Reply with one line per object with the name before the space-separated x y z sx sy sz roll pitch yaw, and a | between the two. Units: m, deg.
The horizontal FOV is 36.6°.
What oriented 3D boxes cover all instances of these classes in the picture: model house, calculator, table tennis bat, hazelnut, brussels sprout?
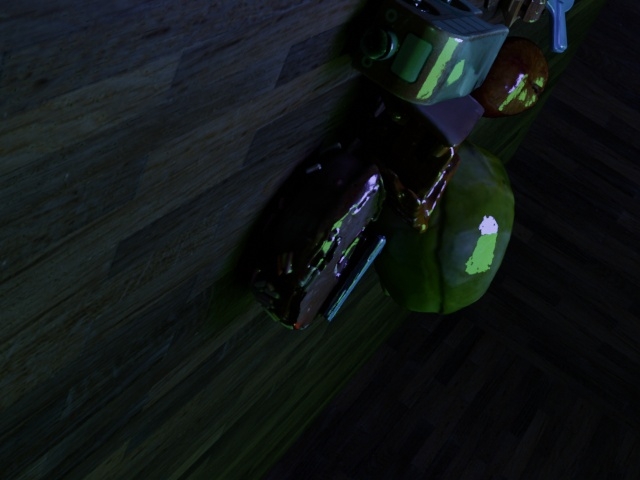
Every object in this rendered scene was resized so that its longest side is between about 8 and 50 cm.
model house | 0.139 -0.154 1.571 0.219 0.199 0.229 -29 151 -54
calculator | 0.059 0.064 1.653 0.172 0.018 0.057 -56 168 -2
table tennis bat | 0.500 -0.517 2.053 0.149 0.038 0.237 0 87 -46
hazelnut | 0.398 -0.358 2.138 0.204 0.178 0.178 -47 167 -12
brussels sprout | 0.209 -0.056 1.800 0.371 0.275 0.315 -105 -171 -58

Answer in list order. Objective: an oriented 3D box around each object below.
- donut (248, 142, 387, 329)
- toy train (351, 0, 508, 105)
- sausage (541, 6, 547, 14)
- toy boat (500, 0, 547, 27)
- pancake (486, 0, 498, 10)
donut | -0.014 0.015 1.590 0.259 0.136 0.345 -50 166 -15
toy train | 0.161 -0.282 1.410 0.326 0.159 0.129 -29 149 -61
sausage | 0.520 -0.569 2.200 0.264 0.083 0.083 -39 160 -57
toy boat | 0.432 -0.524 1.965 0.068 0.088 0.226 -46 166 -35
pancake | 0.358 -0.505 1.909 0.115 0.011 0.115 -52 167 -16
